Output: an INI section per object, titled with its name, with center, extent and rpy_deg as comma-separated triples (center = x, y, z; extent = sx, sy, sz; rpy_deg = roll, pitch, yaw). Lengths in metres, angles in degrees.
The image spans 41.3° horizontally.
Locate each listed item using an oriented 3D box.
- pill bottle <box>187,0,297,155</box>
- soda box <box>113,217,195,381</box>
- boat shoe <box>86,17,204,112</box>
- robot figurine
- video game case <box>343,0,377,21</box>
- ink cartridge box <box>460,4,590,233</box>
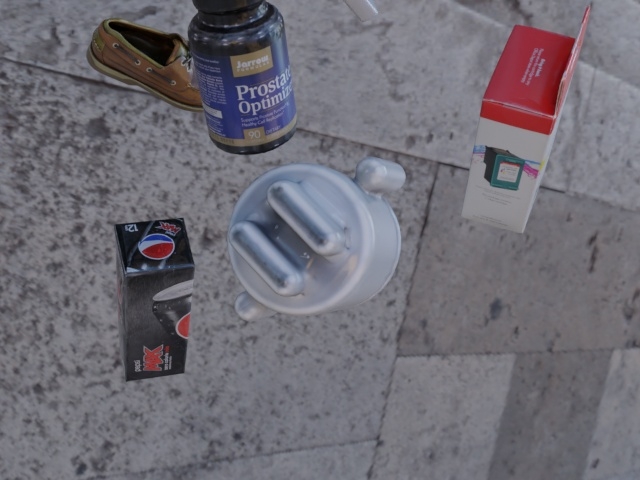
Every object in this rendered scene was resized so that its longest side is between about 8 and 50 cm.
[pill bottle]
center = -0.101, -0.230, 1.084
extent = 0.123, 0.123, 0.219
rpy_deg = -36, 136, -30
[soda box]
center = -0.145, 0.055, 0.736
extent = 0.060, 0.053, 0.169
rpy_deg = -6, 143, -17
[boat shoe]
center = -0.282, -0.331, 1.614
extent = 0.307, 0.104, 0.111
rpy_deg = 12, 58, -28
[robot figurine]
center = 0.000, 0.000, 1.185
extent = 0.300, 0.200, 0.353
rpy_deg = -43, 168, 10
[video game case]
center = -0.025, -0.532, 1.302
extent = 0.329, 0.036, 0.300
rpy_deg = 27, 44, -60
[ink cartridge box]
center = 0.220, -0.135, 0.924
extent = 0.231, 0.078, 0.134
rpy_deg = 90, 22, -51
